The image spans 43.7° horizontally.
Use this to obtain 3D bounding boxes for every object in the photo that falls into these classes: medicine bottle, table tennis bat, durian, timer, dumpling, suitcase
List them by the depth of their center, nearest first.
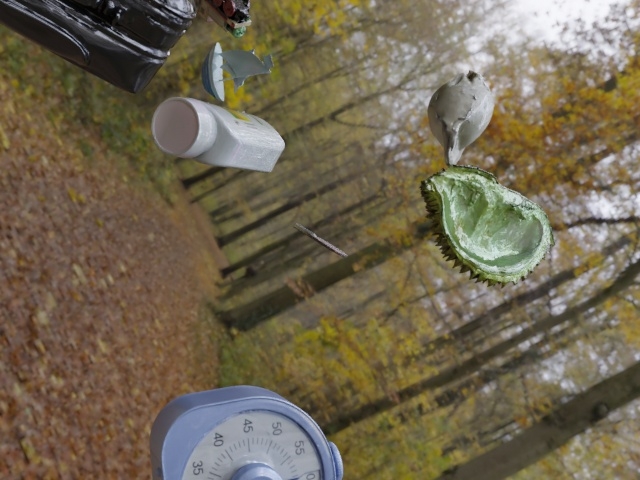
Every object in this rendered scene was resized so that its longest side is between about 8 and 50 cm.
[{"bbox_3d":[-0.336,-0.361,0.991,0.345,0.188,0.339,30,24,-34],"label":"suitcase"},{"bbox_3d":[0.000,0.000,1.053,0.083,0.007,0.050,32,5,19],"label":"table tennis bat"},{"bbox_3d":[-0.197,-0.204,1.544,0.161,0.111,0.296,36,16,21],"label":"medicine bottle"},{"bbox_3d":[-0.132,0.472,1.556,0.395,0.395,0.173,66,-20,-9],"label":"timer"},{"bbox_3d":[0.293,-0.246,1.687,0.142,0.247,0.172,11,-41,25],"label":"dumpling"},{"bbox_3d":[0.352,-0.025,1.706,0.394,0.198,0.163,33,28,-29],"label":"durian"}]

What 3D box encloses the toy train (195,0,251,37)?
[{"bbox_3d":[-0.186,-0.449,1.546,0.138,0.050,0.087,47,-41,25],"label":"toy train"}]

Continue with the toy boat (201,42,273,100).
[{"bbox_3d":[-0.168,-0.334,1.515,0.105,0.149,0.034,65,25,7],"label":"toy boat"}]
